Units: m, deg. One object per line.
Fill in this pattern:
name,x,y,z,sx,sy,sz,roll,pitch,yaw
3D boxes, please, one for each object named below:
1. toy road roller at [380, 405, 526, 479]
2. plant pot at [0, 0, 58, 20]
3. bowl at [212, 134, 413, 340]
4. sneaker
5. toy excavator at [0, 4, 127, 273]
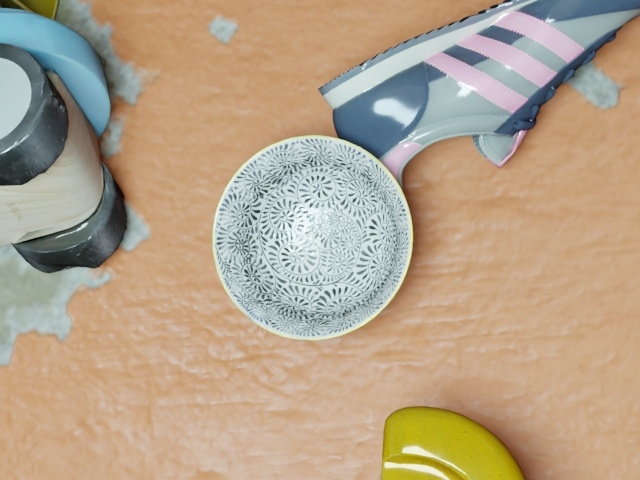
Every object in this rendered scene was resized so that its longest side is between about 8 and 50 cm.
toy road roller,0.145,0.256,0.969,0.329,0.202,0.241,1,68,8
plant pot,-0.294,-0.250,1.184,0.083,0.081,0.082,8,79,19
bowl,0.000,0.000,1.090,0.170,0.080,0.170,-1,86,13
sneaker,0.167,-0.139,1.106,0.319,0.112,0.131,-22,93,4
toy excavator,-0.411,-0.167,1.137,0.432,0.222,0.445,-15,63,4
